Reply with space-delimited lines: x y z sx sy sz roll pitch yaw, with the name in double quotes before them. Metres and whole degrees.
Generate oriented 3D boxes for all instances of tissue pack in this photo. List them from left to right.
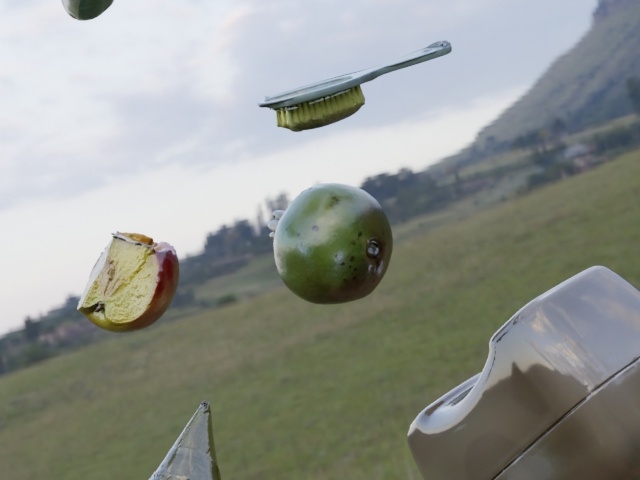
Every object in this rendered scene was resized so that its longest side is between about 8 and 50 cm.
"tissue pack" 0.316 0.247 1.674 0.267 0.277 0.387 -19 -26 -41

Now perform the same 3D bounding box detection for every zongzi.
"zongzi" -0.123 0.291 1.432 0.160 0.176 0.078 28 -14 29

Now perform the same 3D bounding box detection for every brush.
"brush" 0.055 -0.203 1.721 0.296 0.060 0.068 -21 17 -20

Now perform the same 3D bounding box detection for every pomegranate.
"pomegranate" 0.000 0.000 1.824 0.209 0.180 0.180 18 20 41

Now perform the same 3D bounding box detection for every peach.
"peach" -0.244 0.054 1.634 0.151 0.151 0.118 -15 -24 22

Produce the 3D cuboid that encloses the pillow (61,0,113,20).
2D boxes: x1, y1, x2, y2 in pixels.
"pillow" -0.302 -0.416 1.760 0.086 0.214 0.233 16 -23 -6
